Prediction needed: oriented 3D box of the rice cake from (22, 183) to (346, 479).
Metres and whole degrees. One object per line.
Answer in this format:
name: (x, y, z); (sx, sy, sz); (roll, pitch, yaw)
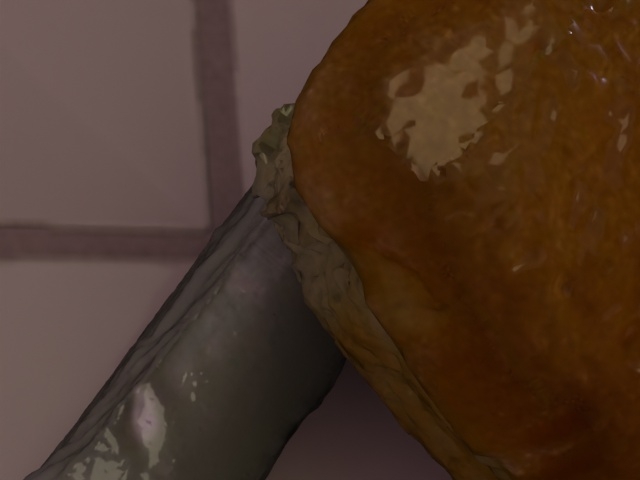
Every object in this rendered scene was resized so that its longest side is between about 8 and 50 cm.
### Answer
rice cake: (0.000, 0.000, 0.444); (0.057, 0.052, 0.256); (37, 62, -3)

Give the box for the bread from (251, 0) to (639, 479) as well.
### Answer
bread: (0.093, 0.011, 0.403); (0.245, 0.121, 0.174); (53, 56, -17)
